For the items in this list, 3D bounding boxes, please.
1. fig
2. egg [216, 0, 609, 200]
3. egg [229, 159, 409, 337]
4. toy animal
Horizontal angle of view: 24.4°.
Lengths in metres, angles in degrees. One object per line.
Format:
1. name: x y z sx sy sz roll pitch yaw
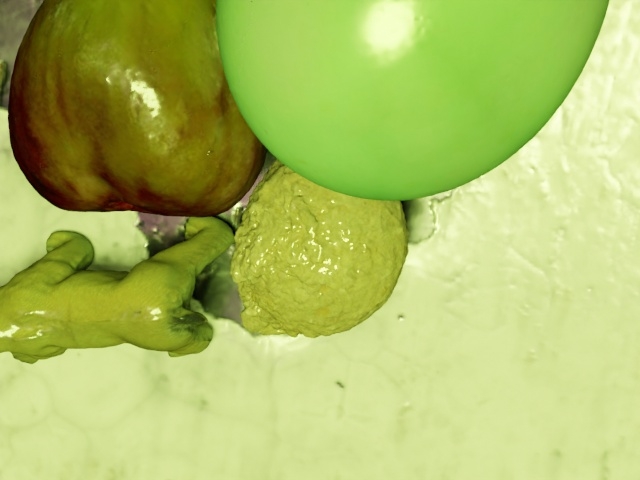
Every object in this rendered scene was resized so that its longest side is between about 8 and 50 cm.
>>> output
1. fig: -0.110 -0.142 0.939 0.170 0.145 0.274 11 106 17
2. egg: 0.057 -0.154 0.862 0.220 0.220 0.270 25 93 4
3. egg: 0.000 0.000 0.972 0.118 0.116 0.140 8 104 -15
4. toy animal: -0.168 0.050 1.025 0.218 0.101 0.103 -4 105 12
